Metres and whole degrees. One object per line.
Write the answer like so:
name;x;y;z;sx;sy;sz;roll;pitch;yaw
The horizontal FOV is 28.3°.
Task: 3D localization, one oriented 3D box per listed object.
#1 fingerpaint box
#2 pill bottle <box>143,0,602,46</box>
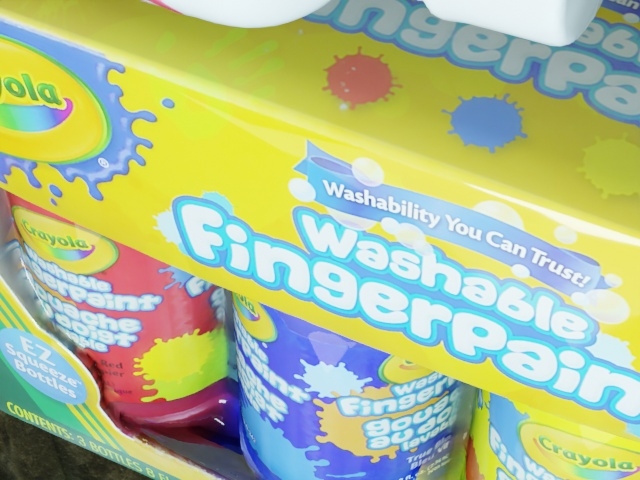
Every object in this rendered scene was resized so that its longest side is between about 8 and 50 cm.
fingerpaint box;0.019;0.019;0.668;0.445;0.163;0.371;21;143;15
pill bottle;-0.060;-0.164;0.363;0.318;0.176;0.176;20;165;16
